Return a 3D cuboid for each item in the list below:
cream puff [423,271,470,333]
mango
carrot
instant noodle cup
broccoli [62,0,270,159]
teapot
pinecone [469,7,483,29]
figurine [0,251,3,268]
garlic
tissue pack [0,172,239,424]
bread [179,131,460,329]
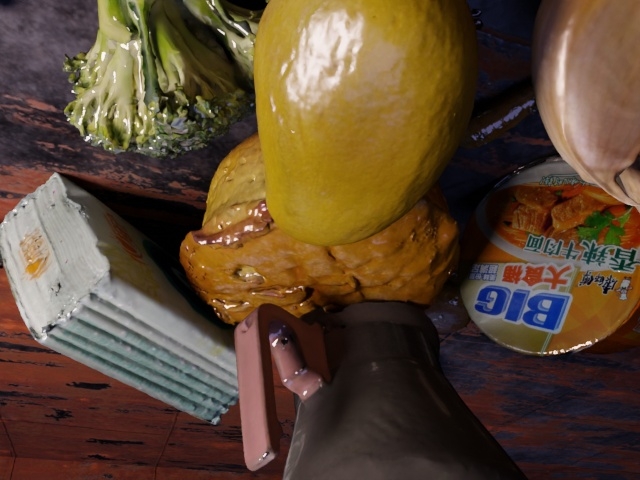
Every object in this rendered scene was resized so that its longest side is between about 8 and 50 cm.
[{"bbox_3d":[0.221,0.093,1.125,0.150,0.115,0.165,26,147,-23],"label":"cream puff"},{"bbox_3d":[0.039,-0.116,0.579,0.195,0.142,0.331,7,139,6],"label":"mango"},{"bbox_3d":[0.277,-0.186,0.785,0.254,0.049,0.049,-29,137,29],"label":"carrot"},{"bbox_3d":[0.382,0.046,0.932,0.296,0.296,0.214,-28,146,34],"label":"instant noodle cup"},{"bbox_3d":[-0.153,-0.249,0.571,0.252,0.221,0.361,27,145,14],"label":"broccoli"},{"bbox_3d":[0.052,0.245,0.761,0.376,0.361,0.305,35,113,-30],"label":"teapot"},{"bbox_3d":[0.103,-0.224,0.648,0.121,0.140,0.140,-45,143,-10],"label":"pinecone"},{"bbox_3d":[-0.614,0.024,0.990,0.265,0.140,0.193,19,167,11],"label":"figurine"},{"bbox_3d":[0.364,-0.172,0.632,0.286,0.249,0.313,-8,127,-36],"label":"garlic"},{"bbox_3d":[-0.283,0.104,0.976,0.162,0.287,0.388,-45,138,-2],"label":"tissue pack"},{"bbox_3d":[0.000,0.000,0.899,0.398,0.215,0.398,1,146,0],"label":"bread"}]
